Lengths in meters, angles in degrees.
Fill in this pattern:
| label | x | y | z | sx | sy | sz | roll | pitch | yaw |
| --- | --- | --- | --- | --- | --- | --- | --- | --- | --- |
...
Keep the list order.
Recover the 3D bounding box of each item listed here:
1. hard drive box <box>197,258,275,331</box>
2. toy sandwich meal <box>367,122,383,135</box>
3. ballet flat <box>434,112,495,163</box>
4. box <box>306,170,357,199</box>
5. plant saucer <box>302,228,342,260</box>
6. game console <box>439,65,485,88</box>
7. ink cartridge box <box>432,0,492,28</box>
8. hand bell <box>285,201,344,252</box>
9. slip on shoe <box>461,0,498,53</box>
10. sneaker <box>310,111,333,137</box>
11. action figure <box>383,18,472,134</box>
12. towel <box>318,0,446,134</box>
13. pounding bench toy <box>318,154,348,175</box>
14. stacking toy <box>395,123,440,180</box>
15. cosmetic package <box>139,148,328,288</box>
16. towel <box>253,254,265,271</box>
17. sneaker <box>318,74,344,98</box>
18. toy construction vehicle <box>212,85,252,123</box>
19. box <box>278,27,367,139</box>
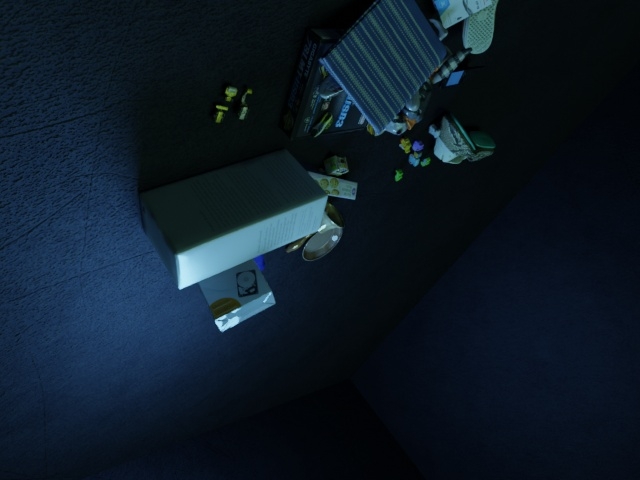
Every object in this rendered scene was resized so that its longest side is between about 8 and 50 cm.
| label | x | y | z | sx | sy | sz | roll | pitch | yaw |
| --- | --- | --- | --- | --- | --- | --- | --- | --- | --- |
| hard drive box | -0.268 | 0.122 | 1.408 | 0.181 | 0.232 | 0.089 | -27 | 150 | -13 |
| toy sandwich meal | 0.192 | -0.392 | 1.598 | 0.086 | 0.029 | 0.085 | -31 | 151 | -19 |
| ballet flat | 0.580 | -0.394 | 1.974 | 0.182 | 0.164 | 0.483 | -38 | 159 | 30 |
| box | 0.020 | -0.186 | 1.599 | 0.324 | 0.063 | 0.067 | 2 | 98 | -57 |
| plant saucer | 0.000 | 0.000 | 1.921 | 0.199 | 0.036 | 0.198 | -31 | 152 | -19 |
| game console | 0.500 | -0.578 | 1.671 | 0.122 | 0.071 | 0.107 | -21 | 146 | -33 |
| ink cartridge box | 0.407 | -0.689 | 1.316 | 0.180 | 0.060 | 0.104 | -24 | 144 | 18 |
| hand bell | -0.039 | -0.029 | 1.786 | 0.242 | 0.126 | 0.126 | -39 | 155 | 22 |
| slip on shoe | 0.479 | -0.733 | 1.402 | 0.123 | 0.101 | 0.331 | -3 | 135 | 3 |
| sneaker | 0.008 | -0.319 | 1.324 | 0.083 | 0.031 | 0.035 | -45 | 153 | 13 |
| action figure | 0.285 | -0.462 | 1.387 | 0.330 | 0.179 | 0.341 | -61 | 172 | 10 |
| towel | 0.170 | -0.472 | 1.209 | 0.243 | 0.040 | 0.336 | 47 | 72 | -22 |
| pounding bench toy | 0.043 | -0.246 | 1.597 | 0.083 | 0.052 | 0.065 | -20 | 169 | 37 |
| stacking toy | 0.376 | -0.349 | 1.880 | 0.167 | 0.052 | 0.221 | -28 | 152 | -20 |
| cosmetic package | -0.232 | -0.074 | 1.311 | 0.453 | 0.230 | 0.161 | -23 | 148 | -29 |
| towel | -0.303 | 0.040 | 1.568 | 0.228 | 0.076 | 0.308 | -24 | 150 | -15 |
| sneaker | 0.066 | -0.407 | 1.236 | 0.158 | 0.061 | 0.065 | -34 | 159 | -11 |
| toy construction vehicle | -0.219 | -0.335 | 1.165 | 0.086 | 0.035 | 0.098 | -1 | 131 | -36 |
| box | 0.051 | -0.434 | 1.317 | 0.293 | 0.073 | 0.295 | -17 | 145 | -37 |
